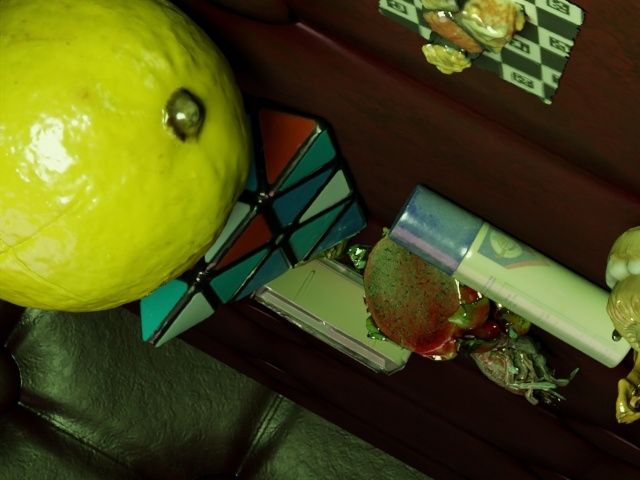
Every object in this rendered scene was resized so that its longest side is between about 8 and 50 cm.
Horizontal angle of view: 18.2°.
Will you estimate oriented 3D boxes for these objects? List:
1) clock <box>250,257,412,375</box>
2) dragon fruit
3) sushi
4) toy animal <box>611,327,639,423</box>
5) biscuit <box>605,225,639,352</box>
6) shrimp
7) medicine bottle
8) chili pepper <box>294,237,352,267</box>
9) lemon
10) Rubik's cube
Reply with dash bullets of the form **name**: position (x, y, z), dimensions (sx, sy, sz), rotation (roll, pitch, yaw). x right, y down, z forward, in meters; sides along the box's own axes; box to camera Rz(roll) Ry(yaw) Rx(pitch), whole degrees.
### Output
- **clock**: position (0.021, 0.078, 2.321), dimensions (0.192, 0.071, 0.147), rotation (30, 169, -1)
- **dragon fruit**: position (0.117, 0.059, 1.871), dimensions (0.175, 0.142, 0.138), rotation (13, 141, -25)
- **sushi**: position (0.092, -0.134, 1.285), dimensions (0.139, 0.031, 0.201), rotation (28, 169, 7)
- **toy animal**: position (0.302, 0.109, 1.707), dimensions (0.255, 0.114, 0.116), rotation (48, -161, -56)
- **biscuit**: position (0.328, 0.079, 1.513), dimensions (0.259, 0.079, 0.259), rotation (28, 169, 6)
- **shrimp**: position (0.211, 0.129, 2.084), dimensions (0.073, 0.074, 0.190), rotation (-17, 135, 30)
- **medicine bottle**: position (0.172, 0.031, 1.753), dimensions (0.231, 0.059, 0.059), rotation (30, 169, -2)
- **chili pepper**: position (0.000, 0.000, 2.075), dimensions (0.050, 0.051, 0.202), rotation (2, 176, -18)
- **lemon**: position (-0.204, -0.079, 1.635), dimensions (0.297, 0.297, 0.297), rotation (29, 169, 6)
- **Rubik's cube**: position (-0.103, -0.100, 1.843), dimensions (0.234, 0.284, 0.250), rotation (48, 149, 19)
